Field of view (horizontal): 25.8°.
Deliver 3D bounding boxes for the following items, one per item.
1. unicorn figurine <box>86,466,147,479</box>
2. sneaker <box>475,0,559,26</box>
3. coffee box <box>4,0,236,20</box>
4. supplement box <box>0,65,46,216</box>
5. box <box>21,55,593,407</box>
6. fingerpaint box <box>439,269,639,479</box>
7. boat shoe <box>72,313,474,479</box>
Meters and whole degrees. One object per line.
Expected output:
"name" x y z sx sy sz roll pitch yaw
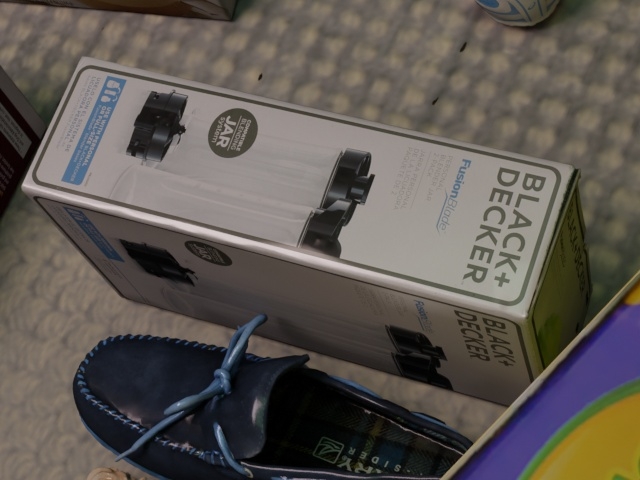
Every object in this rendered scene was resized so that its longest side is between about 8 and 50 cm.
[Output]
"unicorn figurine" -0.161 0.192 0.797 0.111 0.060 0.162 26 51 38
"sneaker" 0.103 -0.251 0.925 0.085 0.086 0.237 -21 61 5
"coffee box" -0.182 -0.234 0.954 0.246 0.141 0.098 8 68 16
"supplement box" -0.274 -0.010 0.878 0.073 0.130 0.239 16 69 19
"box" 0.000 0.000 0.787 0.289 0.169 0.087 14 70 18
"fingerpaint box" 0.180 0.087 0.536 0.163 0.371 0.445 41 67 15
"boat shoe" -0.020 0.093 0.786 0.258 0.089 0.109 11 55 13
